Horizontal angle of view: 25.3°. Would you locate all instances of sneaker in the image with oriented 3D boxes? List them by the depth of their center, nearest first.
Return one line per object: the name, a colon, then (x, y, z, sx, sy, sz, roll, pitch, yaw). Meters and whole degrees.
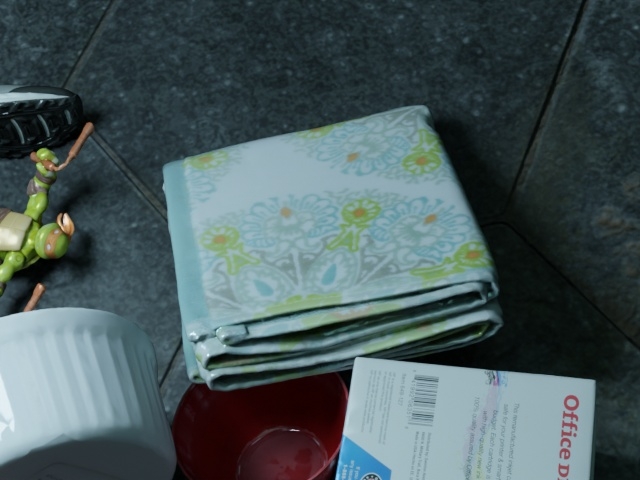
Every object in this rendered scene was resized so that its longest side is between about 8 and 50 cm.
sneaker: (-0.419, -0.160, 1.708, 0.271, 0.100, 0.108, -4, 54, 5)

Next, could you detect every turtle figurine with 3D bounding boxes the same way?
turtle figurine: (-0.363, -0.018, 1.623, 0.217, 0.087, 0.269, 9, 70, 21)

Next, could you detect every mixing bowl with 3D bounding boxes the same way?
mixing bowl: (-0.050, 0.206, 1.437, 0.181, 0.098, 0.181, -8, 49, 9)

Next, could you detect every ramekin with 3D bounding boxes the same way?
ramekin: (-0.272, 0.199, 1.371, 0.277, 0.277, 0.135, -22, 58, -6)

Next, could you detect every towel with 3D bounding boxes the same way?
towel: (0.000, 0.000, 1.514, 0.320, 0.090, 0.374, -11, 37, -3)

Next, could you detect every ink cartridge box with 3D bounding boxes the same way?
ink cartridge box: (0.141, 0.231, 1.367, 0.232, 0.168, 0.171, 6, 61, 10)
